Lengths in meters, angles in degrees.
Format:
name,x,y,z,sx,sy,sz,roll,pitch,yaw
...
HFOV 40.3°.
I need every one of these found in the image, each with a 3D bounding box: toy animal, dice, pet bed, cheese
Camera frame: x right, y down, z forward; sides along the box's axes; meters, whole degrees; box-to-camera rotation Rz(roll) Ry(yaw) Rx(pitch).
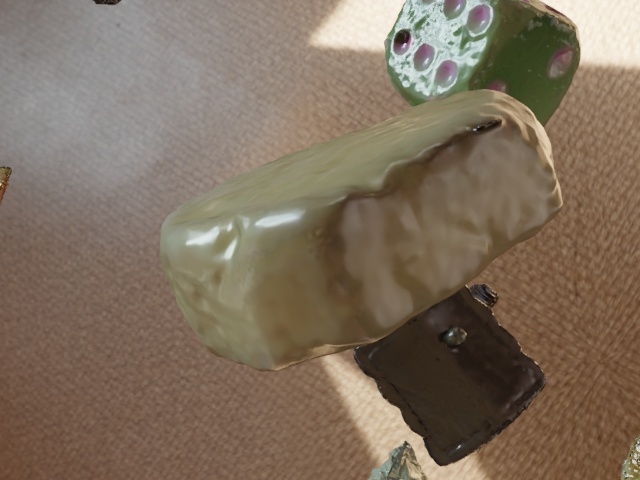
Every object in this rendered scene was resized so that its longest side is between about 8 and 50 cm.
name,x,y,z,sx,sy,sz,roll,pitch,yaw
toy animal,0.289,0.145,1.838,0.179,0.218,0.116,47,58,-18
dice,0.361,-0.419,1.977,0.322,0.330,0.318,47,120,40
pet bed,0.170,0.170,1.148,0.183,0.159,0.211,-39,83,-2
cheese,0.029,-0.016,0.666,0.317,0.326,0.115,-19,103,9

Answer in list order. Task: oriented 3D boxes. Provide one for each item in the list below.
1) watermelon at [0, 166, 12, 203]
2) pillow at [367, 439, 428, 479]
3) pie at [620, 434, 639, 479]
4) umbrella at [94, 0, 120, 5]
name,x,y,z,sx,sy,sz,roll,pitch,yaw
watermelon,-0.327,0.002,0.753,0.069,0.163,0.087,24,124,-18
pillow,0.112,0.497,1.375,0.138,0.283,0.310,-1,93,20
pie,0.577,0.398,1.372,0.055,0.274,0.274,18,88,-21
umbrella,-0.404,-0.550,1.537,0.128,0.337,0.154,37,66,12
